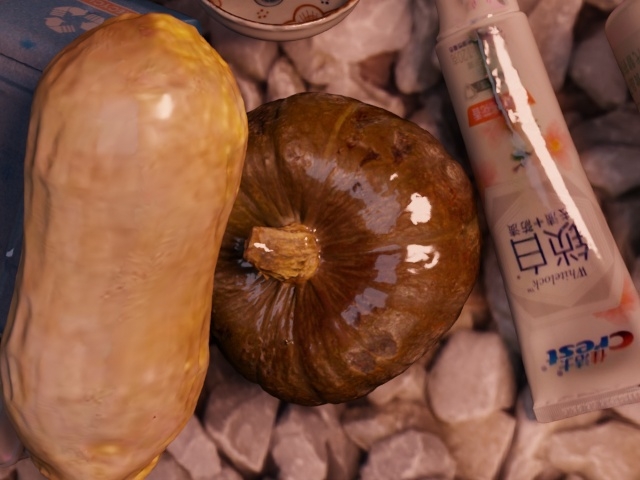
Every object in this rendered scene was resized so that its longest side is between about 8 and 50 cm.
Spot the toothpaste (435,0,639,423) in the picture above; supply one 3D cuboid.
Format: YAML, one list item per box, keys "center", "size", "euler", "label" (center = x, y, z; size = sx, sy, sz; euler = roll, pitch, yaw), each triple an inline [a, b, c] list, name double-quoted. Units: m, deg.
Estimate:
- center: [0.145, -0.036, 0.618]
  size: [0.100, 0.066, 0.323]
  euler: [-19, 92, 20]
  label: "toothpaste"

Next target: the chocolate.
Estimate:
- center: [-0.124, 0.015, 0.549]
  size: [0.134, 0.134, 0.309]
  euler: [18, 110, 18]
  label: "chocolate"

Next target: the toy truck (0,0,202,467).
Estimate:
- center: [-0.203, -0.010, 0.685]
  size: [0.146, 0.175, 0.367]
  euler: [23, 104, 19]
  label: "toy truck"

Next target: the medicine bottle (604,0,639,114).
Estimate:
- center: [0.281, -0.035, 0.528]
  size: [0.133, 0.133, 0.274]
  euler: [-25, 84, 20]
  label: "medicine bottle"

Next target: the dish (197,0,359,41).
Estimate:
- center: [-0.033, -0.190, 0.672]
  size: [0.141, 0.078, 0.141]
  euler: [2, 64, -4]
  label: "dish"

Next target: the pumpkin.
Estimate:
- center: [0.000, 0.000, 0.619]
  size: [0.219, 0.162, 0.219]
  euler: [2, 95, 24]
  label: "pumpkin"
